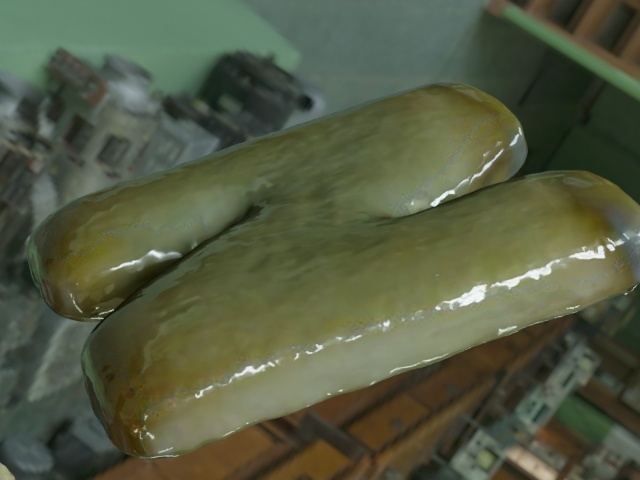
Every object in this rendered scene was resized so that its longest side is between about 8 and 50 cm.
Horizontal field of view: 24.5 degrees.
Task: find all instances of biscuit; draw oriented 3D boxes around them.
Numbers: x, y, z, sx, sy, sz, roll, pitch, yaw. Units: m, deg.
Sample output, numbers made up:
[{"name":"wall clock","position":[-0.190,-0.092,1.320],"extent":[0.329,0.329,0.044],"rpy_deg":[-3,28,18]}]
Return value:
[{"name":"biscuit","position":[0.000,0.000,0.774],"extent":[0.290,0.237,0.062],"rpy_deg":[-19,119,-12]}]

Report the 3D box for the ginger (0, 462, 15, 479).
[{"name":"ginger","position":[-0.189,0.131,0.622],"extent":[0.149,0.258,0.065],"rpy_deg":[-41,-168,-12]}]
